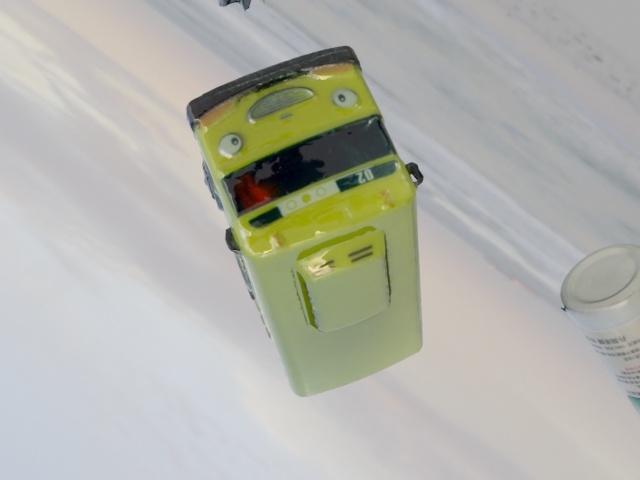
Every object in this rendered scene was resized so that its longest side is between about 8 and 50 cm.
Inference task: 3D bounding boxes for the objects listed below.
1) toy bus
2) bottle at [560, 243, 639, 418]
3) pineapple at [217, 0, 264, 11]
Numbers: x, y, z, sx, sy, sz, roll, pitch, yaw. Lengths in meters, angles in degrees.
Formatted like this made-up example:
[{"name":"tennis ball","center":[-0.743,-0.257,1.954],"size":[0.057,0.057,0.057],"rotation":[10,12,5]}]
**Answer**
[{"name":"toy bus","center":[0.000,0.000,0.729],"size":[0.262,0.128,0.150],"rotation":[78,170,-60]},{"name":"bottle","center":[0.218,0.097,0.610],"size":[0.217,0.060,0.060],"rotation":[52,178,-24]},{"name":"pineapple","center":[-0.095,-0.177,0.432],"size":[0.237,0.119,0.111],"rotation":[20,-161,-47]}]
